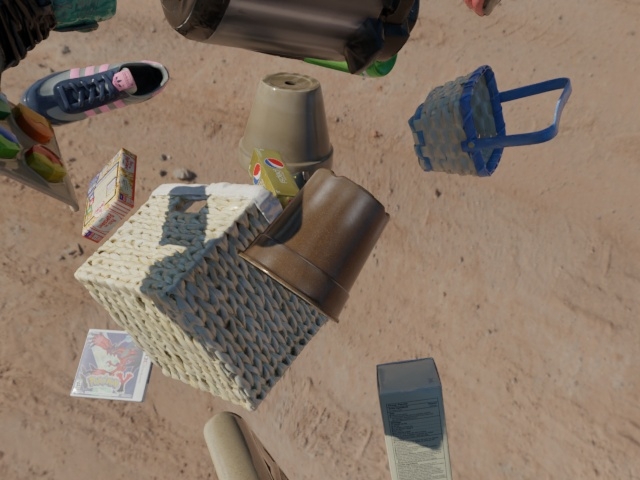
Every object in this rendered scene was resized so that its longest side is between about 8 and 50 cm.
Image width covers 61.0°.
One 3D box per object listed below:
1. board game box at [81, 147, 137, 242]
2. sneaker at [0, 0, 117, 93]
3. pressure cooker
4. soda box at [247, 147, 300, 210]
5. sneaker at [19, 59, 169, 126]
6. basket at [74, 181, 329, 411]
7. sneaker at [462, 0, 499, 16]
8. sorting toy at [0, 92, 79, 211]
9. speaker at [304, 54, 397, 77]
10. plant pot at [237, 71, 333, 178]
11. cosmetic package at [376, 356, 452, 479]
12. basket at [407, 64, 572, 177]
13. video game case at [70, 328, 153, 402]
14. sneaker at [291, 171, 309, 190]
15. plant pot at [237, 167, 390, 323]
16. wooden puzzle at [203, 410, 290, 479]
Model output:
[{"bbox_3d":[-0.504,-0.110,1.299,0.147,0.045,0.193,-37,43,24],"label":"board game box"},{"bbox_3d":[-0.306,-0.248,0.575,0.178,0.123,0.295,-12,57,-22],"label":"sneaker"},{"bbox_3d":[-0.022,-0.477,0.870,0.420,0.369,0.375,-3,28,-29],"label":"pressure cooker"},{"bbox_3d":[-0.094,-0.114,1.087,0.058,0.061,0.181,4,35,-26],"label":"soda box"},{"bbox_3d":[-0.470,-0.330,1.159,0.319,0.131,0.112,-36,112,-42],"label":"sneaker"},{"bbox_3d":[-0.212,0.092,1.026,0.328,0.331,0.266,6,45,40],"label":"basket"},{"bbox_3d":[0.162,-0.334,0.499,0.136,0.116,0.314,35,52,0],"label":"sneaker"},{"bbox_3d":[-0.438,-0.152,0.781,0.038,0.208,0.193,-36,59,6],"label":"sorting toy"},{"bbox_3d":[0.055,-0.515,1.438,0.297,0.131,0.131,26,66,35],"label":"speaker"},{"bbox_3d":[-0.108,-0.380,1.763,0.323,0.280,0.323,4,34,-2],"label":"plant pot"},{"bbox_3d":[0.229,0.451,1.327,0.153,0.129,0.296,-7,110,5],"label":"cosmetic package"},{"bbox_3d":[0.350,-0.251,1.119,0.255,0.289,0.201,-49,122,-43],"label":"basket"},{"bbox_3d":[-0.545,0.331,1.449,0.201,0.023,0.183,2,63,8],"label":"video game case"},{"bbox_3d":[-0.101,-0.105,1.400,0.222,0.083,0.118,-20,95,-47],"label":"sneaker"},{"bbox_3d":[0.000,0.000,0.752,0.167,0.167,0.165,33,83,9],"label":"plant pot"},{"bbox_3d":[0.007,0.374,0.539,0.080,0.348,0.322,-37,32,-8],"label":"wooden puzzle"}]
